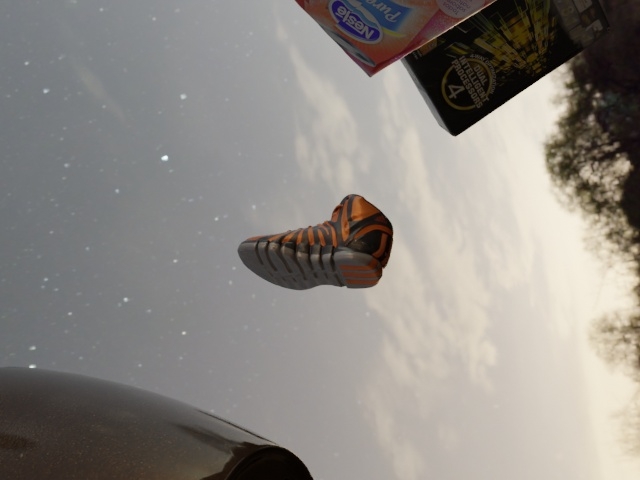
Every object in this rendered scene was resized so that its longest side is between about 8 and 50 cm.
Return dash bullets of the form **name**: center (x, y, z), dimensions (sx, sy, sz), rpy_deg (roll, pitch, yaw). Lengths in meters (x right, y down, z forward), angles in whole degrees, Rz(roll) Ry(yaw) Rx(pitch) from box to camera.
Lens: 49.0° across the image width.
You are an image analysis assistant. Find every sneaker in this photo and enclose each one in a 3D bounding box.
- **sneaker**: center (0.000, 0.000, 1.413), dimensions (0.124, 0.321, 0.180), rpy_deg (70, -146, -44)

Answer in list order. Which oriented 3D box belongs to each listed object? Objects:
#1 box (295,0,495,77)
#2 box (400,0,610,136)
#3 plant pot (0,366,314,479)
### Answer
- **box**: center (0.092, -0.309, 0.611), dimensions (0.142, 0.154, 0.300), rpy_deg (41, -126, -22)
- **box**: center (0.244, -0.418, 1.145), dimensions (0.395, 0.318, 0.097), rpy_deg (53, -174, -25)
- **plant pot**: center (-0.121, 0.179, 0.420), dimensions (0.215, 0.230, 0.215), rpy_deg (22, -116, -53)
